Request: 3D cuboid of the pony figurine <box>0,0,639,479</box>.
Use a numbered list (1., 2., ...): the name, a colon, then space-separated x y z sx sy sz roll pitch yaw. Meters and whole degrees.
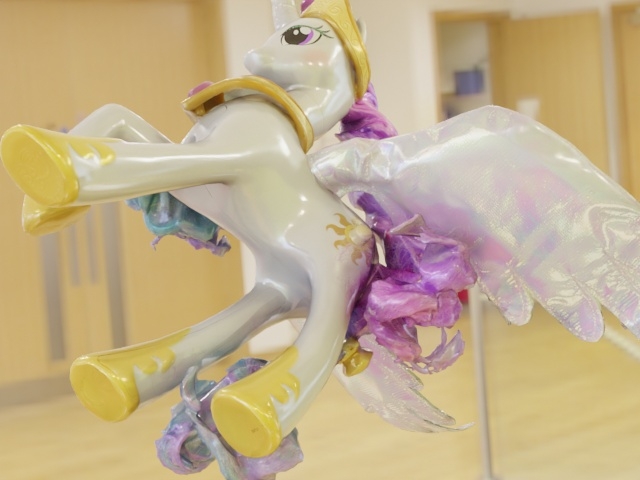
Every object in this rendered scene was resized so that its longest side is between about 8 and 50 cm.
1. pony figurine: 0.000 0.000 1.049 0.303 0.351 0.363 -38 1 41
